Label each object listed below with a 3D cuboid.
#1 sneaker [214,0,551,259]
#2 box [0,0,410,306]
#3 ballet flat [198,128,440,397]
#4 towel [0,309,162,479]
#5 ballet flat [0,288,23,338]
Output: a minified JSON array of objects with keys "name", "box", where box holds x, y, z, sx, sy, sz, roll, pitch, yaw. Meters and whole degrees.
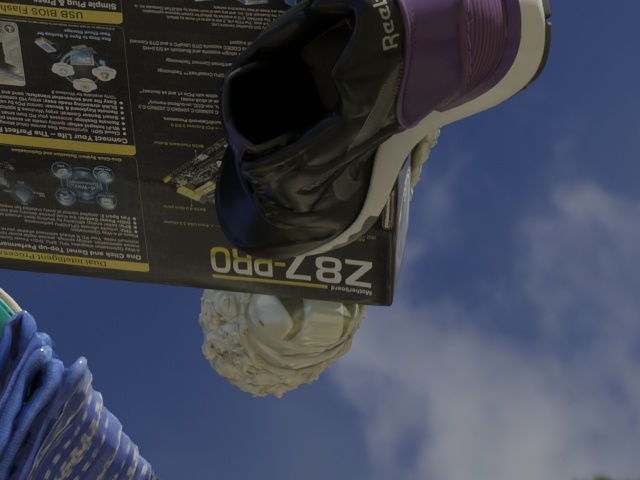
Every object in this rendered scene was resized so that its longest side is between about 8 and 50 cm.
[{"name":"sneaker","box":[-0.013,-0.067,0.989,0.124,0.107,0.283,-14,-17,-33]},{"name":"box","box":[-0.140,-0.116,1.185,0.395,0.097,0.318,5,-49,8]},{"name":"ballet flat","box":[0.000,0.000,1.631,0.147,0.147,0.409,2,-53,-27]},{"name":"towel","box":[-0.113,0.189,0.779,0.336,0.040,0.243,72,-145,-68]},{"name":"ballet flat","box":[-0.336,0.042,1.622,0.248,0.086,0.086,35,-73,-6]}]
